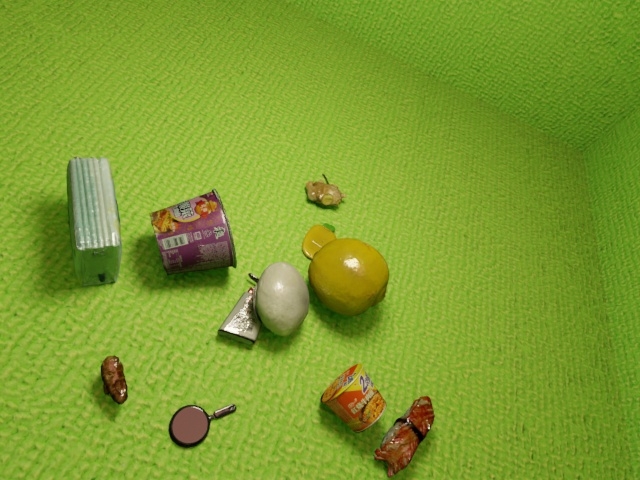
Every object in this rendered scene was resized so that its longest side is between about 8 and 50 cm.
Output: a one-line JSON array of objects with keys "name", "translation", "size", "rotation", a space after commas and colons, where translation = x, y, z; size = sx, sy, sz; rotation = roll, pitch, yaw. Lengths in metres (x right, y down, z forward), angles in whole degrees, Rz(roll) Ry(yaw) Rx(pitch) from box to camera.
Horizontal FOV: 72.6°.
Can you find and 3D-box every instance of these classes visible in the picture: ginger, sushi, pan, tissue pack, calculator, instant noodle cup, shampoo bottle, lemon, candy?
[{"name": "ginger", "translation": [0.031, -0.232, 2.181], "size": [0.216, 0.102, 0.157], "rotation": [9, 32, -14]}, {"name": "ginger", "translation": [-0.682, 0.465, 1.436], "size": [0.073, 0.103, 0.162], "rotation": [-14, 75, -25]}, {"name": "sushi", "translation": [0.335, 0.741, 1.671], "size": [0.124, 0.130, 0.332], "rotation": [44, 48, 14]}, {"name": "pan", "translation": [-0.400, 0.614, 1.497], "size": [0.235, 0.028, 0.136], "rotation": [-14, 66, -29]}, {"name": "tissue pack", "translation": [-0.831, -0.069, 1.596], "size": [0.162, 0.287, 0.387], "rotation": [-5, 61, -30]}, {"name": "calculator", "translation": [0.000, 0.000, 2.059], "size": [0.146, 0.032, 0.234], "rotation": [32, 54, -1]}, {"name": "instant noodle cup", "translation": [0.132, 0.597, 1.635], "size": [0.213, 0.213, 0.174], "rotation": [-38, 88, -36]}, {"name": "instant noodle cup", "translation": [-0.501, -0.014, 1.704], "size": [0.266, 0.340, 0.339], "rotation": [-16, 66, -18]}, {"name": "shampoo bottle", "translation": [-0.291, 0.267, 1.743], "size": [0.153, 0.071, 0.284], "rotation": [24, 50, -11]}, {"name": "lemon", "translation": [0.118, 0.149, 1.832], "size": [0.348, 0.348, 0.347], "rotation": [11, 56, -16]}, {"name": "candy", "translation": [-0.137, 0.231, 1.721], "size": [0.295, 0.185, 0.295], "rotation": [29, 57, -59]}]

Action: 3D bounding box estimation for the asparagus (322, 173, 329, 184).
[{"name": "asparagus", "translation": [0.035, -0.305, 2.283], "size": [0.015, 0.014, 0.114], "rotation": [2, 56, -41]}]
